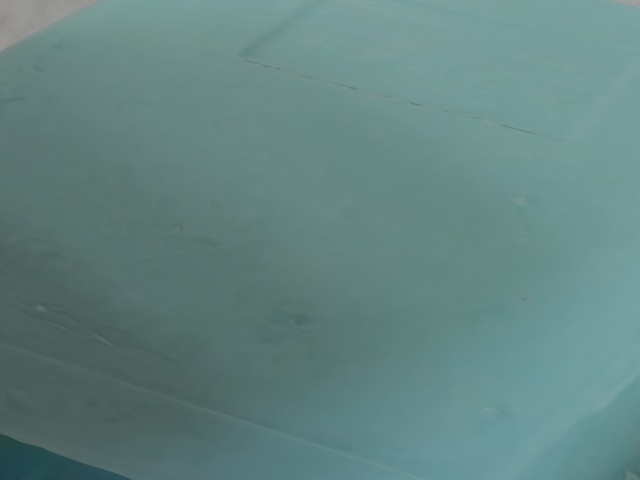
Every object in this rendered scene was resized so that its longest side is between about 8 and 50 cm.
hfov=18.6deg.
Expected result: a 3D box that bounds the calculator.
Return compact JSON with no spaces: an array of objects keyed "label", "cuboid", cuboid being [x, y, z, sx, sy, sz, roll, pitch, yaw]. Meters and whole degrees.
[{"label":"calculator","cuboid":[0.000,0.000,0.524,0.386,0.256,0.054,-45,145,-53]}]
